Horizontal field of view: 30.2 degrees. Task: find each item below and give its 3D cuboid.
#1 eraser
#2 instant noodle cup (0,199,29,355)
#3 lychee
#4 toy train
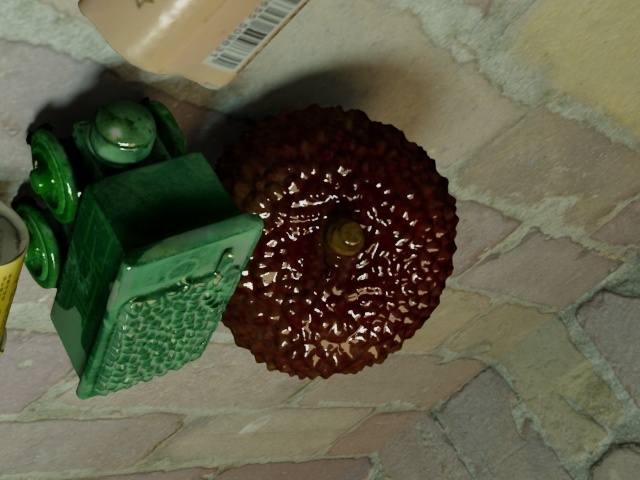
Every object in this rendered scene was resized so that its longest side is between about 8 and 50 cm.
[{"bbox_3d":[-0.031,-0.246,0.907,0.290,0.087,0.171,-42,157,25],"label":"eraser"},{"bbox_3d":[-0.328,0.029,1.026,0.151,0.151,0.122,-6,137,-45],"label":"instant noodle cup"},{"bbox_3d":[0.000,0.000,1.200,0.275,0.276,0.304,-28,-179,-7],"label":"lychee"},{"bbox_3d":[-0.176,-0.002,1.062,0.145,0.202,0.266,-18,154,-31],"label":"toy train"}]
